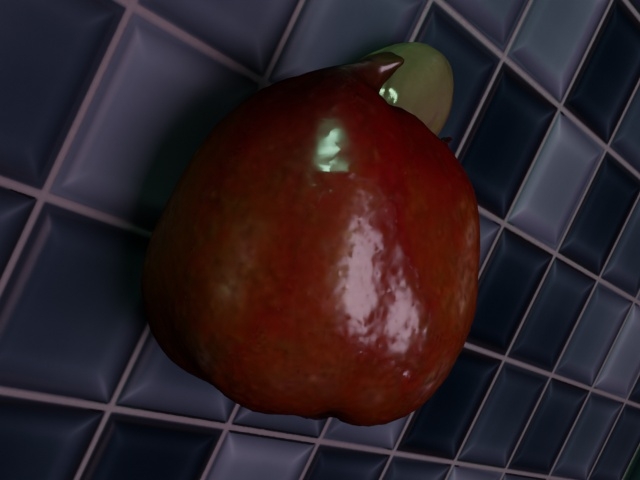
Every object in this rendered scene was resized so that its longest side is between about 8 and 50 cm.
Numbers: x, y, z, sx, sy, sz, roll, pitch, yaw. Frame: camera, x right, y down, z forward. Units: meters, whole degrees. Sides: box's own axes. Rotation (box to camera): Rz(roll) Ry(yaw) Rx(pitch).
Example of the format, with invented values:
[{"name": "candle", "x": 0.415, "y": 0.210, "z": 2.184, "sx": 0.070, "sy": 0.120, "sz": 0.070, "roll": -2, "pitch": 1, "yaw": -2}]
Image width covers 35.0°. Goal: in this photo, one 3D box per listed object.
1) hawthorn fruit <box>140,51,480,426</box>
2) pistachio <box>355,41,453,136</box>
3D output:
[{"name": "hawthorn fruit", "x": -0.006, "y": 0.015, "z": 0.865, "sx": 0.295, "sy": 0.295, "sz": 0.311, "roll": -33, "pitch": 134, "yaw": -32}, {"name": "pistachio", "x": 0.069, "y": -0.135, "z": 0.997, "sx": 0.149, "sy": 0.113, "sz": 0.113, "roll": -56, "pitch": 143, "yaw": -33}]
